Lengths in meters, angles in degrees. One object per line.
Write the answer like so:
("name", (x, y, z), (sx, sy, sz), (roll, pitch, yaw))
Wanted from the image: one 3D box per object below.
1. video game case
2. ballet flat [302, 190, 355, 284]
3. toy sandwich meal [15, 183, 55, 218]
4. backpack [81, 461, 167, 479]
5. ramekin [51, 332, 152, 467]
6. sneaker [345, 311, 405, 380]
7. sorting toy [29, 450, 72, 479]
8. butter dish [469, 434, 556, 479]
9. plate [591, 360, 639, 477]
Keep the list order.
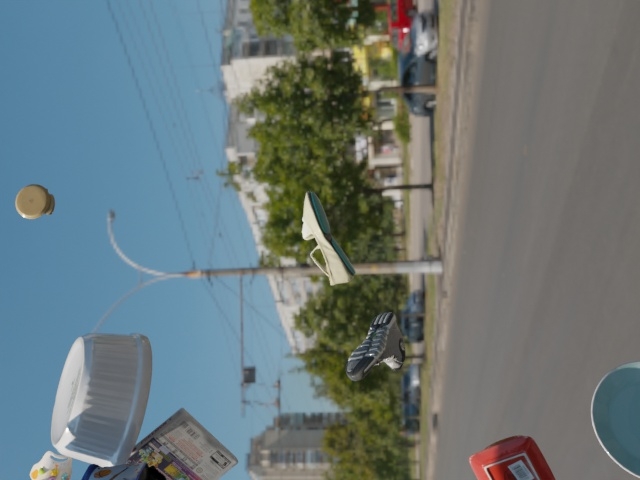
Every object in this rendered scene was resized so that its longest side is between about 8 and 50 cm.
("video game case", (-0.297, 0.462, 1.635), (0.201, 0.183, 0.023), (54, 175, -34))
("ballet flat", (0.000, 0.000, 1.975), (0.248, 0.086, 0.086), (63, -175, 5))
("toy sandwich meal", (-0.615, -0.083, 1.703), (0.029, 0.085, 0.086), (69, -160, -78))
("backpack", (-0.351, 0.505, 1.305), (0.263, 0.213, 0.277), (-76, -10, -71))
("ramekin", (-0.432, 0.303, 1.536), (0.273, 0.127, 0.273), (-44, 38, 48))
("sneaker", (0.157, 0.298, 1.986), (0.132, 0.086, 0.229), (58, -133, -22))
("sorting toy", (-0.555, 0.475, 1.647), (0.075, 0.083, 0.045), (-68, 23, 11))
("butter dish", (0.443, 0.512, 1.813), (0.160, 0.160, 0.118), (61, -160, -10))
("plate", (0.512, 0.280, 1.223), (0.024, 0.188, 0.188), (90, -179, -64))
